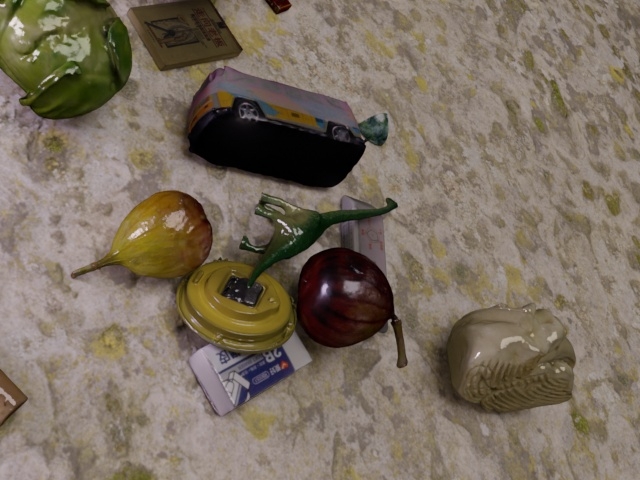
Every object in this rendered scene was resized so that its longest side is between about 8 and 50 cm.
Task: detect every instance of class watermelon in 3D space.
[{"bbox_3d":[0.138,-0.280,1.995,0.085,0.085,0.061,30,20,-19],"label":"watermelon"}]

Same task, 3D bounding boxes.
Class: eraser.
[{"bbox_3d":[-0.126,0.221,1.464,0.210,0.068,0.125,-24,78,-44],"label":"eraser"},{"bbox_3d":[0.097,0.045,1.744,0.089,0.061,0.352,19,54,-28],"label":"eraser"}]

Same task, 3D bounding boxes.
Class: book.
[{"bbox_3d":[-0.301,-0.468,1.785,0.230,0.026,0.161,-25,80,-44],"label":"book"}]

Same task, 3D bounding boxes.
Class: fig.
[{"bbox_3d":[-0.325,0.009,1.417,0.257,0.159,0.159,-26,80,-22],"label":"fig"},{"bbox_3d":[0.078,0.118,1.556,0.249,0.186,0.204,14,35,-14],"label":"fig"}]

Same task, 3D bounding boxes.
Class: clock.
[{"bbox_3d":[-0.149,0.108,1.466,0.237,0.057,0.237,14,35,-10],"label":"clock"}]

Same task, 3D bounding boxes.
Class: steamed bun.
[{"bbox_3d":[0.421,0.240,1.742,0.289,0.276,0.203,-1,50,-10],"label":"steamed bun"}]

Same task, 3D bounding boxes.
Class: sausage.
[{"bbox_3d":[-0.558,0.147,1.190,0.301,0.066,0.066,49,46,0],"label":"sausage"}]

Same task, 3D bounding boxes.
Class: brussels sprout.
[{"bbox_3d":[-0.478,-0.365,1.459,0.259,0.227,0.294,50,36,-21],"label":"brussels sprout"}]

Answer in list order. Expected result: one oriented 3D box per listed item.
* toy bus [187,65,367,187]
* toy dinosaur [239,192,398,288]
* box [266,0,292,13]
[{"bbox_3d":[-0.106,-0.246,1.709,0.386,0.171,0.162,9,48,-32],"label":"toy bus"},{"bbox_3d":[0.000,0.000,1.621,0.300,0.087,0.447,23,40,-7],"label":"toy dinosaur"},{"bbox_3d":[-0.117,-0.620,2.018,0.082,0.023,0.051,53,47,2],"label":"box"}]
